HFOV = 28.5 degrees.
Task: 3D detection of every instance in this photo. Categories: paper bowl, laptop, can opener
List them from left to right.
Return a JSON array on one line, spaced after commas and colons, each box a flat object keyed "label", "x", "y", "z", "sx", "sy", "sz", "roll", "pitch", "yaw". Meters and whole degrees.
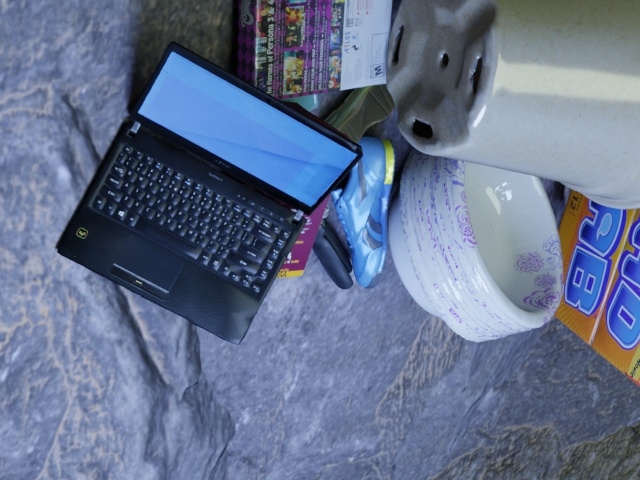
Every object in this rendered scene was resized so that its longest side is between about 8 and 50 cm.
[{"label": "laptop", "x": -0.123, "y": -0.041, "z": 1.358, "sx": 0.234, "sy": 0.136, "sz": 0.264, "roll": 29, "pitch": 92, "yaw": -10}, {"label": "can opener", "x": 0.000, "y": 0.000, "z": 1.639, "sx": 0.186, "sy": 0.073, "sz": 0.059, "roll": 48, "pitch": 39, "yaw": -49}, {"label": "paper bowl", "x": 0.198, "y": -0.005, "z": 1.685, "sx": 0.284, "sy": 0.148, "sz": 0.284, "roll": 30, "pitch": 50, "yaw": -44}]

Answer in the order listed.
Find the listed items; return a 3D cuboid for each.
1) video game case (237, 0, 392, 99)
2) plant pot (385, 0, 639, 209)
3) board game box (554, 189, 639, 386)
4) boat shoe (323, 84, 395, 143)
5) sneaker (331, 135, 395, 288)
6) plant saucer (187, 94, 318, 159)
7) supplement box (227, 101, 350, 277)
[{"label": "video game case", "x": -0.002, "y": -0.286, "z": 1.467, "sx": 0.210, "sy": 0.042, "sz": 0.232, "roll": -15, "pitch": 117, "yaw": -37}, {"label": "plant pot", "x": 0.261, "y": -0.204, "z": 1.513, "sx": 0.306, "sy": 0.334, "sz": 0.333, "roll": 0, "pitch": 113, "yaw": -30}, {"label": "board game box", "x": 0.606, "y": 0.017, "z": 1.904, "sx": 0.357, "sy": 0.356, "sz": 0.356, "roll": 8, "pitch": 107, "yaw": -22}, {"label": "boat shoe", "x": 0.046, "y": -0.164, "z": 1.595, "sx": 0.153, "sy": 0.048, "sz": 0.056, "roll": -50, "pitch": 134, "yaw": -18}, {"label": "sneaker", "x": 0.046, "y": -0.036, "z": 1.647, "sx": 0.082, "sy": 0.069, "sz": 0.209, "roll": -3, "pitch": 113, "yaw": -16}, {"label": "plant saucer", "x": -0.079, "y": -0.154, "z": 1.499, "sx": 0.192, "sy": 0.018, "sz": 0.067, "roll": -26, "pitch": 128, "yaw": -29}, {"label": "supplement box", "x": -0.052, "y": -0.060, "z": 1.496, "sx": 0.081, "sy": 0.104, "sz": 0.188, "roll": -4, "pitch": 122, "yaw": -43}]
